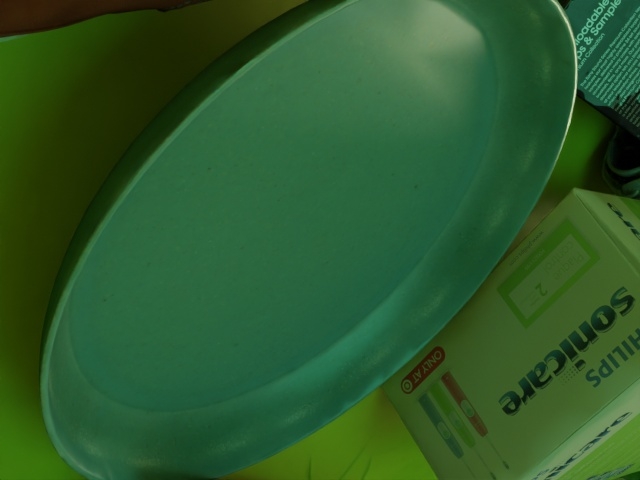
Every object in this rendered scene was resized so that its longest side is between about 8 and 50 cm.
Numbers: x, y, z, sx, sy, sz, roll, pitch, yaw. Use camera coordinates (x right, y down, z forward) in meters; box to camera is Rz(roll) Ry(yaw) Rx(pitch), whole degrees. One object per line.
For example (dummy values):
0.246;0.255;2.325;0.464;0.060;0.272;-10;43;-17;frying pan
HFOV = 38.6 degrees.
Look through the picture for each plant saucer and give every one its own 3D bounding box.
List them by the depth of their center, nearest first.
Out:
0.000;0.000;0.460;0.317;0.044;0.318;-31;149;-22;plant saucer

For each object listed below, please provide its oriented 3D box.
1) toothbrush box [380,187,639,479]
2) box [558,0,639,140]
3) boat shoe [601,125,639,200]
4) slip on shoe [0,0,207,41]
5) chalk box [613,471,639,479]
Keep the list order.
0.219;0.084;0.678;0.283;0.122;0.206;2;136;-47;toothbrush box
0.224;-0.134;0.618;0.162;0.029;0.116;27;105;-28;box
0.262;-0.074;0.732;0.081;0.079;0.228;-22;130;-12;boat shoe
-0.045;-0.141;0.343;0.331;0.101;0.123;-21;128;-35;slip on shoe
0.277;0.336;0.896;0.179;0.180;0.289;-26;128;-35;chalk box
